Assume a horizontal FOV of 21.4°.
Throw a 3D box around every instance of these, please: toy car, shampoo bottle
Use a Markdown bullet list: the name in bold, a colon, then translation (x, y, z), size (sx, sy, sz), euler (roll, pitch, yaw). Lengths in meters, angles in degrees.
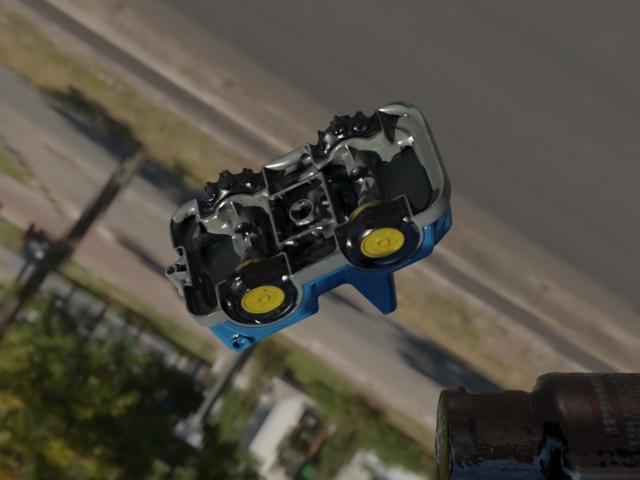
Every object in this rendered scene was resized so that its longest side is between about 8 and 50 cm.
- **toy car**: translation (0.000, 0.000, 1.076), size (0.100, 0.191, 0.097), euler (50, -162, -48)
- **shampoo bottle**: translation (0.243, 0.141, 1.165), size (0.323, 0.084, 0.129), euler (0, -148, -5)
